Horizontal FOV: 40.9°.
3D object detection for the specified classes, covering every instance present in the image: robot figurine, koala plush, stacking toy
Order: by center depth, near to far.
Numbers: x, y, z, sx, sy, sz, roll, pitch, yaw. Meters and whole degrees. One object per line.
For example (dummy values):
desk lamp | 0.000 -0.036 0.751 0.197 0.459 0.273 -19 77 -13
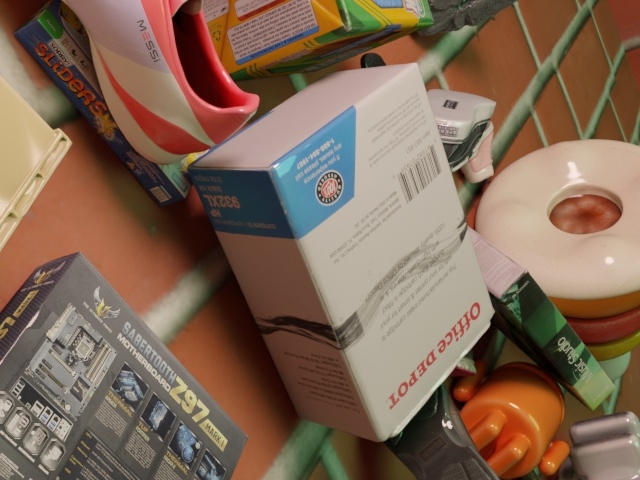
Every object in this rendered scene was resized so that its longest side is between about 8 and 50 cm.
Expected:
robot figurine | 0.270 0.249 1.214 0.219 0.158 0.128 -28 122 -57
koala plush | 0.191 -0.466 1.386 0.196 0.203 0.221 27 33 -60
robot figurine | 0.527 0.468 1.441 0.354 0.199 0.300 68 25 -10
stacking toy | 0.469 0.098 1.498 0.351 0.350 0.480 -71 152 -42

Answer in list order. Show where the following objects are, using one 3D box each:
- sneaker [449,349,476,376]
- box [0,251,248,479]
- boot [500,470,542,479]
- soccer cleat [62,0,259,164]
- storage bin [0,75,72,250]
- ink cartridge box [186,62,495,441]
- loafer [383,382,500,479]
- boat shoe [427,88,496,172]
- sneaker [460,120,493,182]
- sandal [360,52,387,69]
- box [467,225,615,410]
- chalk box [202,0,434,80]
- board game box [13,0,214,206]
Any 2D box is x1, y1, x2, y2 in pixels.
sneaker | 0.163 0.137 1.159 0.170 0.063 0.075 30 53 -54
box | -0.168 0.153 0.649 0.233 0.059 0.183 54 38 -27
boot | 0.295 0.356 1.287 0.114 0.037 0.106 18 49 -56
soccer cleat | -0.162 -0.215 0.693 0.318 0.116 0.109 62 35 -19
storage bin | -0.311 -0.049 0.460 0.262 0.123 0.260 52 40 -32
ink cartridge box | 0.035 0.009 0.869 0.223 0.129 0.307 -40 120 -36
loafer | 0.130 0.232 0.980 0.084 0.096 0.267 55 3 -46
boat shoe | 0.201 -0.165 1.317 0.301 0.108 0.102 -52 153 -66
sneaker | 0.267 -0.145 1.447 0.070 0.051 0.134 61 38 -23
sandal | 0.082 -0.214 1.213 0.179 0.040 0.067 16 68 -69
box | 0.271 0.091 1.221 0.322 0.058 0.232 43 1 -38
chalk box | 0.002 -0.299 0.987 0.289 0.180 0.179 -24 97 -56
board game box | -0.171 -0.150 0.793 0.201 0.035 0.136 53 38 -30
